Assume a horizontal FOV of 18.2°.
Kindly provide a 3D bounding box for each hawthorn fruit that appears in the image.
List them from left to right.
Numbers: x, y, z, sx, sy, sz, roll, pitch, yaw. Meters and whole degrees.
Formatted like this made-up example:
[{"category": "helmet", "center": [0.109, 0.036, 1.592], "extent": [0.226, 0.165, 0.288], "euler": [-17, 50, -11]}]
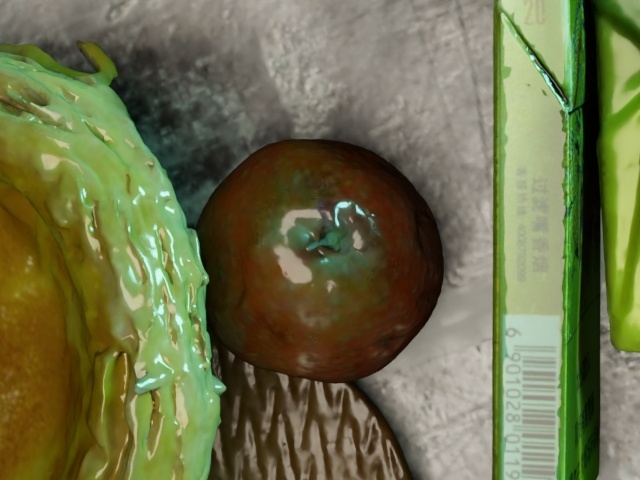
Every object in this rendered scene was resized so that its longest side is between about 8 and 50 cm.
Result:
[{"category": "hawthorn fruit", "center": [0.010, 0.003, 1.128], "extent": [0.149, 0.149, 0.189], "euler": [57, 147, 1]}]

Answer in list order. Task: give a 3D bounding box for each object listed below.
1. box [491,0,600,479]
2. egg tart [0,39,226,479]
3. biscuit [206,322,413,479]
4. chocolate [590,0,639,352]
[{"category": "box", "center": [0.126, -0.001, 1.091], "extent": [0.043, 0.173, 0.311], "euler": [1, 97, 14]}, {"category": "egg tart", "center": [-0.204, 0.064, 1.161], "extent": [0.387, 0.169, 0.388], "euler": [0, 90, 27]}, {"category": "biscuit", "center": [-0.061, 0.178, 1.230], "extent": [0.262, 0.037, 0.262], "euler": [2, 98, 13]}, {"category": "chocolate", "center": [0.299, -0.094, 1.059], "extent": [0.300, 0.137, 0.289], "euler": [-1, 97, 15]}]
